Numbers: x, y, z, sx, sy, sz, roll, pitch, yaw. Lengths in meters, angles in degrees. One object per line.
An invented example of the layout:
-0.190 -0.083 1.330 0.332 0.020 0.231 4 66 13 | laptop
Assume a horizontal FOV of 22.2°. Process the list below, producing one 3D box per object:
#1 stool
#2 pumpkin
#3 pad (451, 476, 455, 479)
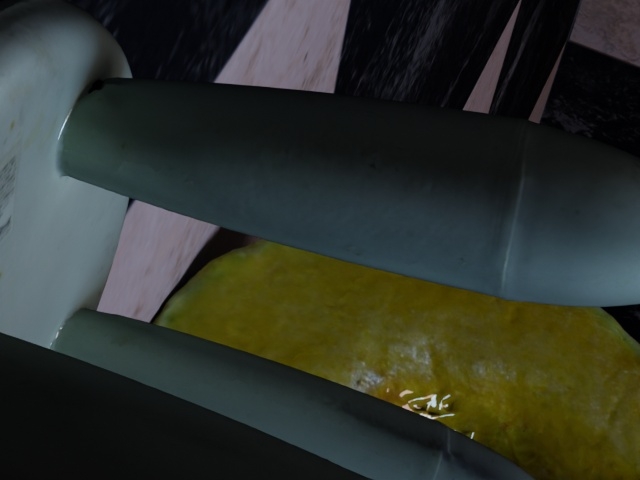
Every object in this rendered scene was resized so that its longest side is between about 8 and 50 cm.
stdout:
-0.027 0.054 0.440 0.195 0.199 0.195 102 12 -45 | stool
0.030 0.176 0.789 0.199 0.332 0.332 -58 180 43 | pumpkin
-0.017 0.141 0.335 0.315 0.375 0.063 -44 -139 14 | pad
